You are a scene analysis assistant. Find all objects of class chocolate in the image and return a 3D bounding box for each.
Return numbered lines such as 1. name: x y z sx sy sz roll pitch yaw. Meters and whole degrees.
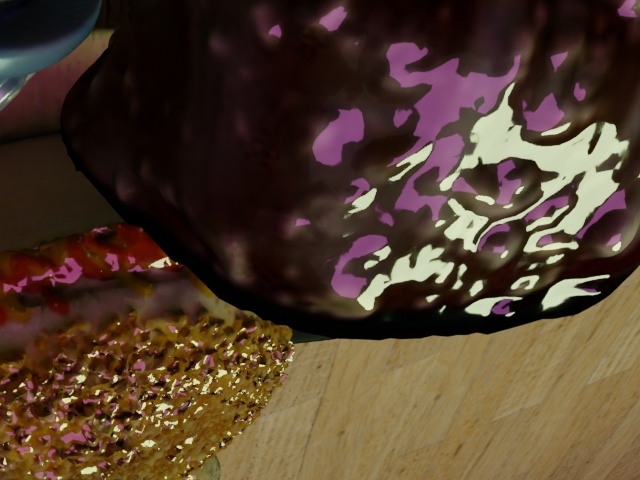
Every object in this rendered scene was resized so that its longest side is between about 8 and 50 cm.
1. chocolate: 0.063 -0.100 0.686 0.340 0.225 0.210 -1 140 -23

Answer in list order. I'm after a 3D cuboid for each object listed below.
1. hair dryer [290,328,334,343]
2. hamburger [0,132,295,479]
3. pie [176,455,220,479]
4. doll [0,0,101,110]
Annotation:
1. hair dryer: 0.000 0.000 1.012 0.100 0.057 0.198 -3 136 -41
2. hamburger: -0.153 0.073 0.837 0.276 0.179 0.294 -11 149 -33
3. pie: -0.215 0.222 1.195 0.274 0.055 0.274 -17 150 -10
4. doll: -0.122 -0.142 0.504 0.314 0.141 0.177 -51 -170 29
